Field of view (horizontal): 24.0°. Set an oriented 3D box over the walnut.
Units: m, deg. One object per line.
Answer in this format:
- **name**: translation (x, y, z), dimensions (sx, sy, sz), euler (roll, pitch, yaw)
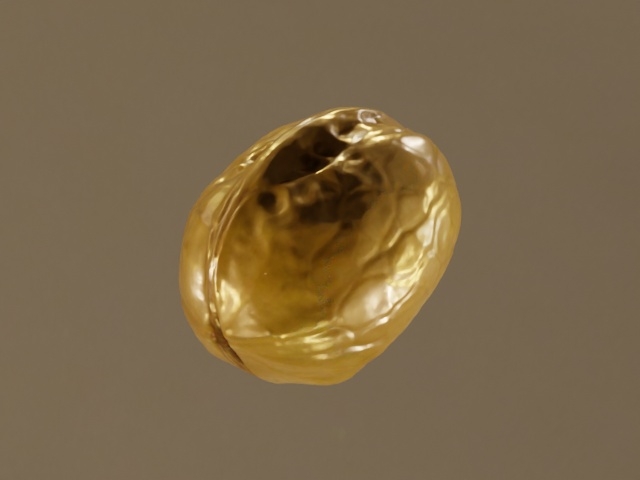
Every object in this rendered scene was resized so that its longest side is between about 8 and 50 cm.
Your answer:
- **walnut**: translation (0.000, 0.000, 0.956), dimensions (0.159, 0.159, 0.206), euler (37, -120, 13)
